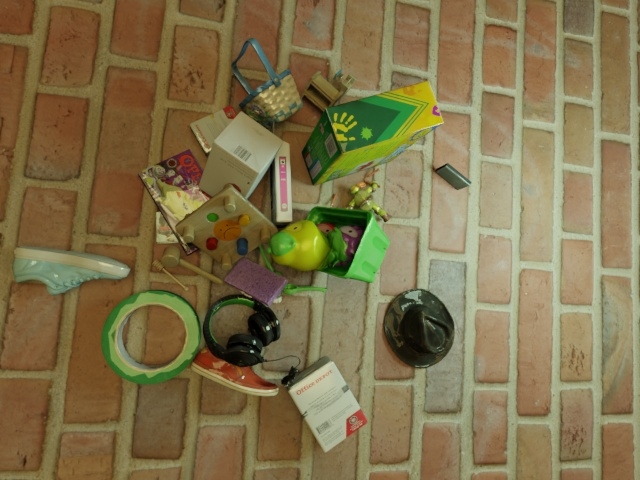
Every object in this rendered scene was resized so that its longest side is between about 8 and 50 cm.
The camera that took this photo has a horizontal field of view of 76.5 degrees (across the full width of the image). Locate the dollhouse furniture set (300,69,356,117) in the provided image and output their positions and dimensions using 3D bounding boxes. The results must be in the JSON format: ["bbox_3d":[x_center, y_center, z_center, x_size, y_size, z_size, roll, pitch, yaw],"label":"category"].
[{"bbox_3d":[0.028,-0.613,1.647,0.129,0.129,0.183,40,54,-6],"label":"dollhouse furniture set"}]

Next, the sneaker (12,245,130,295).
[{"bbox_3d":[-0.842,0.116,1.381,0.366,0.135,0.150,9,91,-3],"label":"sneaker"}]

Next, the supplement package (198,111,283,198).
[{"bbox_3d":[-0.286,-0.262,1.424,0.177,0.293,0.175,34,57,-9],"label":"supplement package"}]

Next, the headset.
[{"bbox_3d":[-0.242,0.370,1.469,0.394,0.185,0.243,35,48,8],"label":"headset"}]

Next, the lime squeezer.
[{"bbox_3d":[-0.135,0.142,1.550,0.310,0.059,0.110,36,119,-5],"label":"lime squeezer"}]

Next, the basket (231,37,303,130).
[{"bbox_3d":[-0.212,-0.570,1.507,0.201,0.255,0.289,-35,103,-20],"label":"basket"}]

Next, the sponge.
[{"bbox_3d":[-0.237,0.149,1.488,0.210,0.031,0.117,24,61,23],"label":"sponge"}]

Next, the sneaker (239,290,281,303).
[{"bbox_3d":[-0.221,0.178,1.524,0.170,0.063,0.074,16,110,-4],"label":"sneaker"}]

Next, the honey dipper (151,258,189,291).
[{"bbox_3d":[-0.546,0.130,1.490,0.161,0.030,0.030,42,78,-9],"label":"honey dipper"}]

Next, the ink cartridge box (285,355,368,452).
[{"bbox_3d":[0.019,0.608,1.533,0.197,0.114,0.273,-30,93,-12],"label":"ink cartridge box"}]

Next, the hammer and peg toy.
[{"bbox_3d":[-0.359,-0.009,1.419,0.361,0.127,0.266,-34,129,15],"label":"hammer and peg toy"}]

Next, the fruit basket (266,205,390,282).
[{"bbox_3d":[0.000,0.000,1.428,0.392,0.392,0.283,26,80,-9],"label":"fruit basket"}]

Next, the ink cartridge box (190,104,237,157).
[{"bbox_3d":[-0.387,-0.414,1.546,0.175,0.072,0.127,-29,93,-13],"label":"ink cartridge box"}]

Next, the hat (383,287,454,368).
[{"bbox_3d":[0.425,0.361,1.637,0.331,0.134,0.331,1,86,-12],"label":"hat"}]

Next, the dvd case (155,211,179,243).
[{"bbox_3d":[-0.564,-0.047,1.507,0.087,0.013,0.119,-1,86,-13],"label":"dvd case"}]

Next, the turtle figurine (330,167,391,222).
[{"bbox_3d":[0.194,-0.157,1.649,0.269,0.087,0.217,-40,95,-13],"label":"turtle figurine"}]

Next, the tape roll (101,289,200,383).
[{"bbox_3d":[-0.591,0.336,1.437,0.321,0.077,0.321,1,85,-12],"label":"tape roll"}]

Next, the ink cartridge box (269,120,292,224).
[{"bbox_3d":[-0.155,-0.240,1.531,0.069,0.176,0.371,-4,86,-13],"label":"ink cartridge box"}]

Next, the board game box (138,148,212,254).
[{"bbox_3d":[-0.490,-0.142,1.507,0.208,0.056,0.347,-32,93,-23],"label":"board game box"}]

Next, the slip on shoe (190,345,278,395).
[{"bbox_3d":[-0.300,0.480,1.475,0.331,0.123,0.101,25,77,-5],"label":"slip on shoe"}]

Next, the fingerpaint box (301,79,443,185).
[{"bbox_3d":[0.159,-0.372,1.476,0.371,0.445,0.163,-19,89,-13],"label":"fingerpaint box"}]

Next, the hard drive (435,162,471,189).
[{"bbox_3d":[0.567,-0.273,1.739,0.135,0.094,0.022,37,78,-7],"label":"hard drive"}]
